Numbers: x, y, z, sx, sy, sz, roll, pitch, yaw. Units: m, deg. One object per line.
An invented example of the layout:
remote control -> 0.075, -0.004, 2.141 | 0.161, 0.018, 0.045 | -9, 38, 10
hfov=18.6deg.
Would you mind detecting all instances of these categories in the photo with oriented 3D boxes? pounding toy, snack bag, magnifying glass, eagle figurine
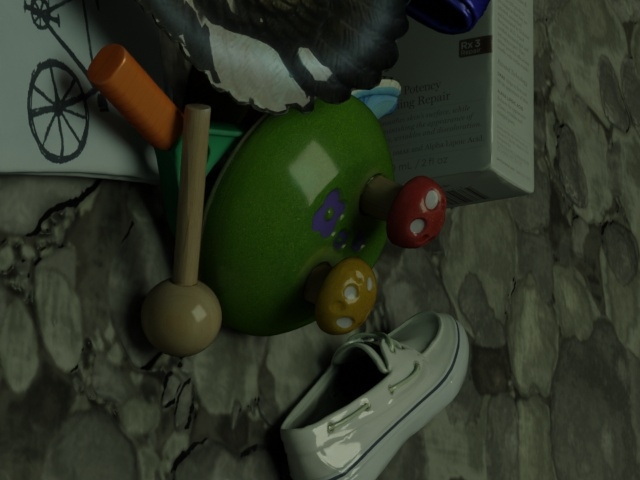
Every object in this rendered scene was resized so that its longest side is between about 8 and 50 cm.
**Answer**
pounding toy -> 0.000, 0.000, 1.309 | 0.237, 0.110, 0.183 | -9, 119, -54
snack bag -> -0.199, -0.195, 1.175 | 0.342, 0.037, 0.323 | -1, 84, -61
magnifying glass -> -0.087, -0.059, 1.265 | 0.092, 0.026, 0.231 | -55, 147, -9
eagle figurine -> -0.056, -0.236, 1.213 | 0.226, 0.225, 0.298 | -52, 156, -14

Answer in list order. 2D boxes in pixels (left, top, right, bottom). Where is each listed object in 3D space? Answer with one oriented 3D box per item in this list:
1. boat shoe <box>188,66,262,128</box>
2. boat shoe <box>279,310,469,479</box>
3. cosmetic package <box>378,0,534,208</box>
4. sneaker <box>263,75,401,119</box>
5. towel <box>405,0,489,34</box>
boat shoe -> -0.044, -0.131, 1.383 | 0.060, 0.064, 0.178 | 50, 42, -39
boat shoe -> 0.044, 0.104, 1.446 | 0.226, 0.083, 0.076 | -52, 127, -49
cosmetic package -> 0.106, -0.146, 1.581 | 0.085, 0.117, 0.231 | 26, 60, -56
sneaker -> 0.004, -0.089, 1.473 | 0.162, 0.063, 0.073 | -19, 117, -54
towel -> 0.069, -0.304, 1.494 | 0.227, 0.076, 0.308 | 31, 43, -1
